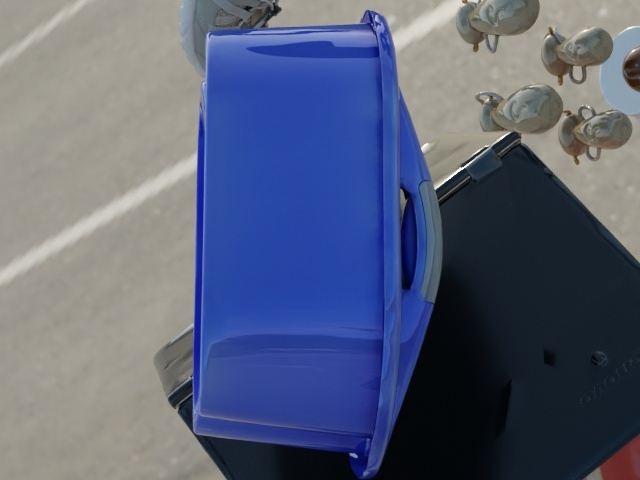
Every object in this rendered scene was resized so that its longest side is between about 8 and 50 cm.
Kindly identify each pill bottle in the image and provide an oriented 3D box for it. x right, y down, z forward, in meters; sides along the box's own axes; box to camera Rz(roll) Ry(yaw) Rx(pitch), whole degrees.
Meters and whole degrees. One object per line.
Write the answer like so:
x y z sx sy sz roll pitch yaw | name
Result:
0.543 -0.223 2.335 0.169 0.302 0.169 -8 79 50 | pill bottle

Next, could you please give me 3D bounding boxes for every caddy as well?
0.000 0.000 1.185 0.241 0.179 0.341 119 152 -76 | caddy

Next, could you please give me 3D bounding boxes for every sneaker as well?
-0.086 -0.259 1.770 0.115 0.281 0.105 19 57 21 | sneaker

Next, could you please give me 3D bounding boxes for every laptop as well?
0.077 0.105 1.474 0.382 0.236 0.408 -37 9 -5 | laptop

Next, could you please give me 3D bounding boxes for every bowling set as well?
0.279 -0.154 1.834 0.200 0.287 0.154 -9 2 -19 | bowling set

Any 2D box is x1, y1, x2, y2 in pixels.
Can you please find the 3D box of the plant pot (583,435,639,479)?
0.319 0.276 1.807 0.275 0.275 0.243 -58 4 -29 | plant pot
